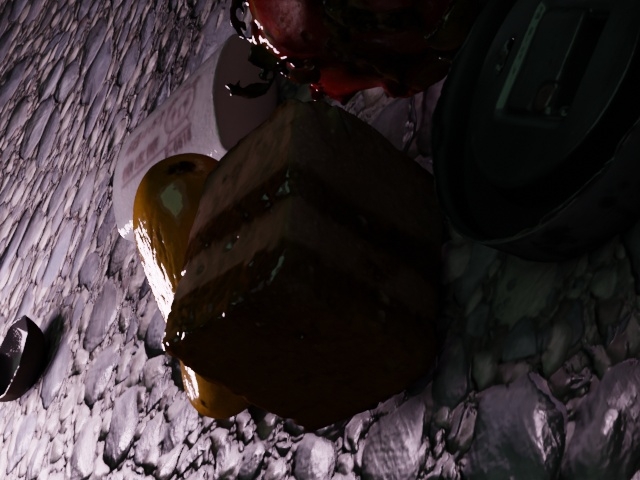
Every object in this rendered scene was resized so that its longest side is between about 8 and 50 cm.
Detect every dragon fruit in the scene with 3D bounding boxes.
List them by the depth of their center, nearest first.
[{"bbox_3d":[0.044,-0.277,1.485,0.291,0.269,0.250,120,145,-63],"label":"dragon fruit"}]

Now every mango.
[{"bbox_3d":[-0.107,0.050,1.631,0.177,0.120,0.295,34,143,61],"label":"mango"}]

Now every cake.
[{"bbox_3d":[0.000,0.000,1.464,0.199,0.196,0.293,-37,33,45],"label":"cake"}]

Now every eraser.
[{"bbox_3d":[-0.161,-0.122,2.002,0.270,0.095,0.174,-37,41,49],"label":"eraser"}]

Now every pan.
[{"bbox_3d":[-0.465,0.191,2.385,0.202,0.048,0.128,-27,44,52],"label":"pan"}]

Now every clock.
[{"bbox_3d":[0.210,-0.137,1.300,0.325,0.067,0.325,-45,32,38],"label":"clock"}]
